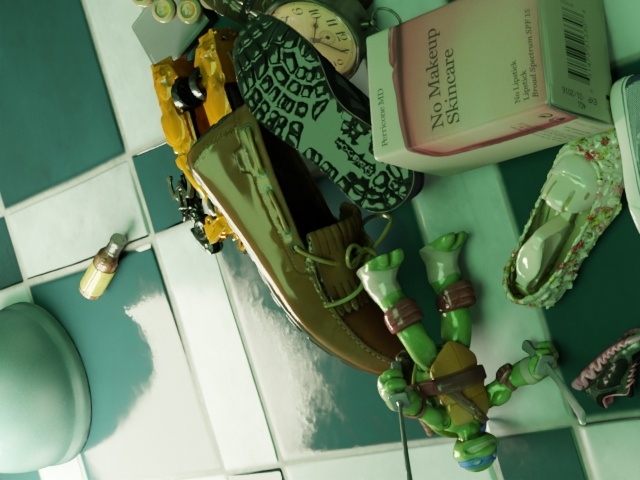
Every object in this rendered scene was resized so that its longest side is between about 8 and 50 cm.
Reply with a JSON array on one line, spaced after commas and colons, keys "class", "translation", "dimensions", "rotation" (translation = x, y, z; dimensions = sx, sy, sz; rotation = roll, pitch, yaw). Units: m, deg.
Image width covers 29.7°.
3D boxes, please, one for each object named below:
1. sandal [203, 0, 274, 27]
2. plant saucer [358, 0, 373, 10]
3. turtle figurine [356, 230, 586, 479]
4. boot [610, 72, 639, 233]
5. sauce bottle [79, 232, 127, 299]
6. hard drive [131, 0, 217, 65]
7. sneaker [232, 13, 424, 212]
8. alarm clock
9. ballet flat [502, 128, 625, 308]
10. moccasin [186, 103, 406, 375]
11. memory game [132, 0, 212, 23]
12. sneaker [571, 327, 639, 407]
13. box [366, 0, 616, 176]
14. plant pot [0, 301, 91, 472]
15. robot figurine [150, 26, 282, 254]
[{"class": "sandal", "translation": [-0.089, -0.323, 1.556], "dimensions": [0.219, 0.060, 0.090], "rotation": [40, 129, 10]}, {"class": "plant saucer", "translation": [0.006, -0.348, 1.477], "dimensions": [0.168, 0.029, 0.169], "rotation": [12, 108, 40]}, {"class": "turtle figurine", "translation": [0.160, 0.123, 1.351], "dimensions": [0.197, 0.274, 0.266], "rotation": [-23, 79, 9]}, {"class": "boot", "translation": [0.351, -0.080, 1.201], "dimensions": [0.086, 0.069, 0.190], "rotation": [-16, 88, 46]}, {"class": "sauce bottle", "translation": [-0.336, 0.040, 1.883], "dimensions": [0.042, 0.042, 0.128], "rotation": [53, 129, 19]}, {"class": "hard drive", "translation": [-0.205, -0.304, 1.685], "dimensions": [0.135, 0.022, 0.094], "rotation": [-42, 73, 41]}, {"class": "sneaker", "translation": [0.010, -0.148, 1.437], "dimensions": [0.107, 0.124, 0.283], "rotation": [-43, 83, 19]}, {"class": "alarm clock", "translation": [0.013, -0.253, 1.448], "dimensions": [0.192, 0.064, 0.129], "rotation": [-1, 132, 33]}, {"class": "ballet flat", "translation": [0.261, -0.023, 1.295], "dimensions": [0.091, 0.077, 0.241], "rotation": [35, 122, 32]}, {"class": "moccasin", "translation": [0.001, -0.001, 1.475], "dimensions": [0.147, 0.139, 0.380], "rotation": [-33, 91, 27]}, {"class": "memory game", "translation": [-0.192, -0.382, 1.617], "dimensions": [0.186, 0.012, 0.186], "rotation": [4, 101, 21]}, {"class": "sneaker", "translation": [0.326, 0.140, 1.306], "dimensions": [0.057, 0.047, 0.119], "rotation": [49, 136, 13]}, {"class": "box", "translation": [0.176, -0.170, 1.278], "dimensions": [0.232, 0.126, 0.149], "rotation": [-15, 73, 43]}, {"class": "plant pot", "translation": [-0.555, 0.269, 2.037], "dimensions": [0.293, 0.196, 0.293], "rotation": [13, 110, 40]}, {"class": "robot figurine", "translation": [-0.126, -0.125, 1.617], "dimensions": [0.211, 0.085, 0.291], "rotation": [-20, 87, 44]}]
